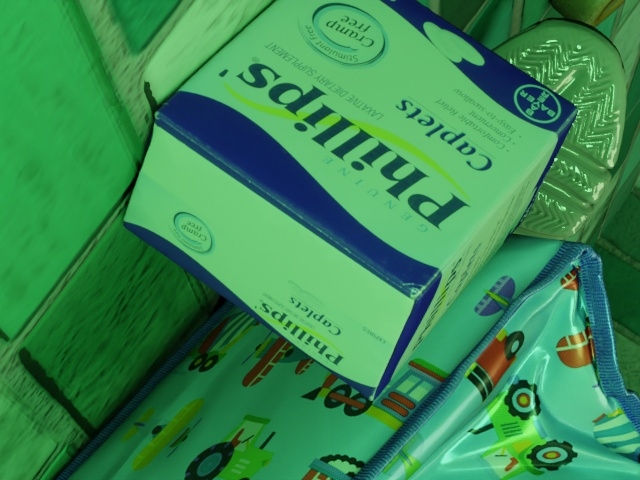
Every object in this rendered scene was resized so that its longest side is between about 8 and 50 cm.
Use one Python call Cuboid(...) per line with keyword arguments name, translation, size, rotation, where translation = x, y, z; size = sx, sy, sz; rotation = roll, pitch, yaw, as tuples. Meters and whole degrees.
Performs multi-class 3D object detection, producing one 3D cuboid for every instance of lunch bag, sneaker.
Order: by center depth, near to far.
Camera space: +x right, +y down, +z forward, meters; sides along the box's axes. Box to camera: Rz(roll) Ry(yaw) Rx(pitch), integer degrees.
Cuboid(name="lunch bag", translation=(-0.026, 0.120, 0.874), size=(0.293, 0.138, 0.221), rotation=(-35, -159, -24))
Cuboid(name="sneaker", translation=(0.101, -0.020, 1.312), size=(0.321, 0.124, 0.180), rotation=(-61, 180, 24))

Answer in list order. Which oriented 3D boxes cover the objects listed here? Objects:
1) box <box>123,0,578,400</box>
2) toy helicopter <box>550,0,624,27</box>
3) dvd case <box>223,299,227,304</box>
Cuboid(name="box", translation=(0.013, -0.030, 0.795), size=(0.137, 0.126, 0.072), rotation=(-48, 168, -39))
Cuboid(name="toy helicopter", translation=(0.292, -0.266, 1.435), size=(0.355, 0.140, 0.235), rotation=(-41, 174, -18))
Cuboid(name="dvd case", translation=(0.000, 0.000, 1.123), size=(0.164, 0.018, 0.221), rotation=(-61, 168, 23))
